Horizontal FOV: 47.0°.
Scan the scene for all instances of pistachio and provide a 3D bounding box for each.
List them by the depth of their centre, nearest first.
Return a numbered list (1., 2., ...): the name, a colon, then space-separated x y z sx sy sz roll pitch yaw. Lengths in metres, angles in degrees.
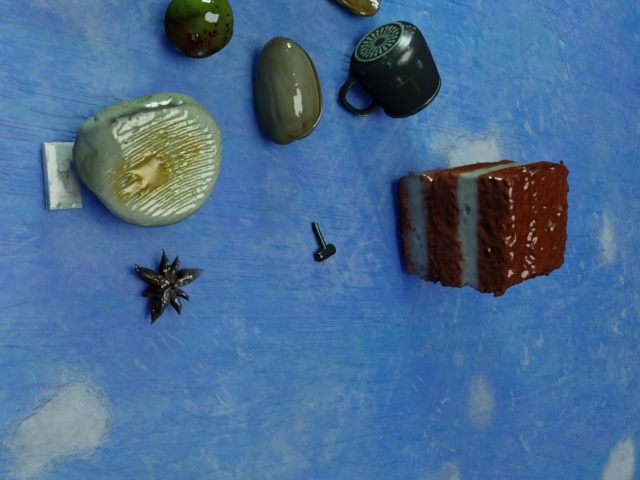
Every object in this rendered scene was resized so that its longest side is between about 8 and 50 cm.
1. pistachio: -0.064 -0.291 1.435 0.129 0.131 0.206 -25 108 -86

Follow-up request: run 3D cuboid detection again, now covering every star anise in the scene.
1. star anise: -0.261 0.073 1.303 0.129 0.056 0.124 -22 105 -39

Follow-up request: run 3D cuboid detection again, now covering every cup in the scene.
1. cup: 0.146 -0.353 1.602 0.223 0.169 0.176 -39 131 5

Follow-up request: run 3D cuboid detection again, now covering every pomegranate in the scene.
1. pomegranate: -0.210 -0.382 1.296 0.130 0.130 0.130 -1 92 -41

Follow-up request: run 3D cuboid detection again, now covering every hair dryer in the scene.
1. hair dryer: 0.000 0.000 1.554 0.047 0.026 0.083 -31 108 -38

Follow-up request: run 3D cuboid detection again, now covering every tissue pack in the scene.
1. tissue pack: -0.416 -0.103 1.183 0.056 0.023 0.108 -8 96 -41

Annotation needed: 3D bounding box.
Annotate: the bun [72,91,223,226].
1. bun: -0.282 -0.146 1.220 0.244 0.153 0.243 -18 122 -31

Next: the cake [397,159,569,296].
1. cake: 0.369 -0.044 1.685 0.270 0.320 0.269 -14 106 -43

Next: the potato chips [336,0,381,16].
1. potato chips: 0.059 -0.573 1.573 0.202 0.049 0.150 29 76 -40
